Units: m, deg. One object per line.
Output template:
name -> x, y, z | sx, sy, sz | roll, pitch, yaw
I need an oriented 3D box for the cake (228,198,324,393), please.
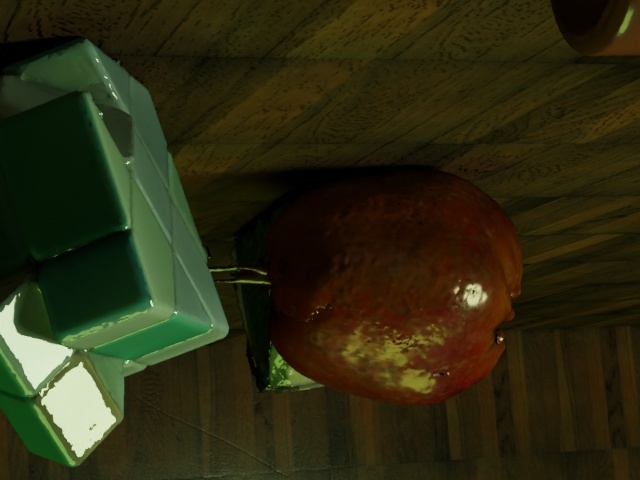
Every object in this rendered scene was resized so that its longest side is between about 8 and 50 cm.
cake -> 0.001, -0.002, 1.626 | 0.158, 0.172, 0.283 | -9, 140, -15

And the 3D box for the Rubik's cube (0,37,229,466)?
Rubik's cube -> -0.189, 0.016, 0.965 | 0.213, 0.265, 0.224 | -21, 167, 6

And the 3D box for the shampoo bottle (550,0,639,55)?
shampoo bottle -> 0.225, -0.123, 0.720 | 0.244, 0.085, 0.085 | -3, 172, -17

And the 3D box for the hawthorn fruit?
hawthorn fruit -> 0.033, 0.035, 1.409 | 0.299, 0.211, 0.211 | 7, 170, -9
